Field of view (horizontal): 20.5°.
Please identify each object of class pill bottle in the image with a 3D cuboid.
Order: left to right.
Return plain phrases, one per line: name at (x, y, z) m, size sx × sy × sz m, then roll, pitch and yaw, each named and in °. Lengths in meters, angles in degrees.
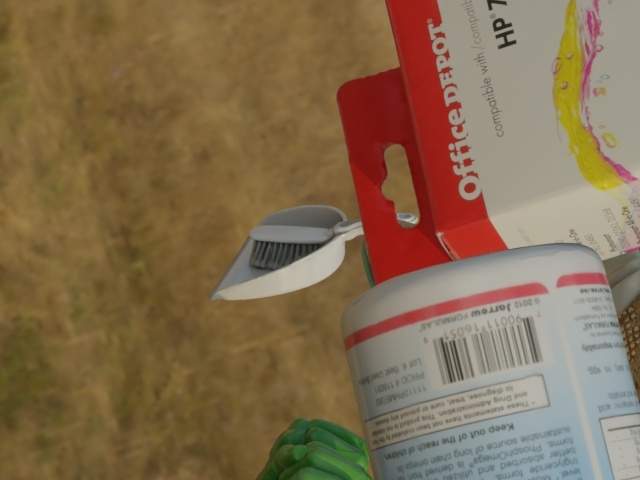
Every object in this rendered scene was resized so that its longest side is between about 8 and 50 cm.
pill bottle at (0.063, 0.087, 0.550) m, size 0.087 × 0.087 × 0.160 m, roll 17°, pitch 59°, yaw -71°

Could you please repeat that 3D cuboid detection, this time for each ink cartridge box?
ink cartridge box at (0.112, -0.066, 0.781) m, size 0.078 × 0.231 × 0.134 m, roll 47°, pitch 28°, yaw -60°

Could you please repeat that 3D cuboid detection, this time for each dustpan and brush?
dustpan and brush at (0.000, 0.000, 1.766) m, size 0.147 × 0.211 × 0.060 m, roll -59°, pitch 143°, yaw -53°

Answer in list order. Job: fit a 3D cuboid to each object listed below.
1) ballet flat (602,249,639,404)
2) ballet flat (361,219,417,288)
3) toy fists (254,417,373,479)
ballet flat at (0.155, 0.017, 0.872) m, size 0.067 × 0.073 × 0.206 m, roll 42°, pitch 21°, yaw -4°
ballet flat at (0.121, 0.071, 1.256) m, size 0.107 × 0.106 × 0.316 m, roll 18°, pitch 35°, yaw -37°
toy fists at (-0.019, 0.237, 1.605) m, size 0.096 × 0.142 × 0.279 m, roll 38°, pitch 5°, yaw -2°
